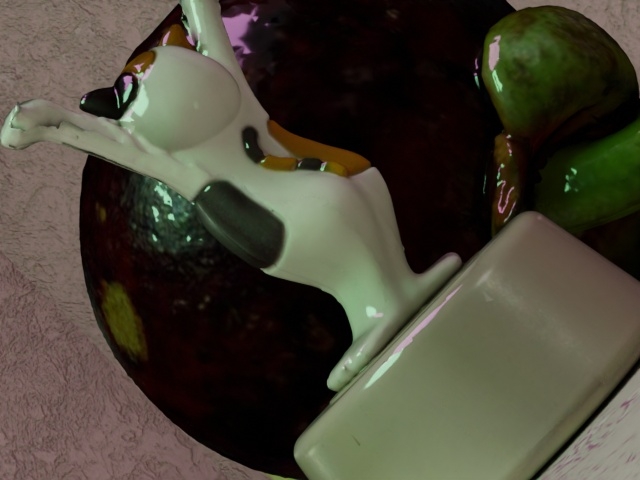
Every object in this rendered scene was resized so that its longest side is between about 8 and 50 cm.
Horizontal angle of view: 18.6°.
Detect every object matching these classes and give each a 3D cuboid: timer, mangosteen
[{"bbox_3d":[0.000,0.000,0.871,0.175,0.266,0.175,-45,-4,-4],"label":"timer"},{"bbox_3d":[0.040,-0.009,1.070,0.306,0.359,0.306,-25,-58,-50],"label":"mangosteen"}]

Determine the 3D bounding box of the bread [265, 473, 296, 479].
[{"bbox_3d":[0.003,0.124,1.392,0.127,0.147,0.152,-44,0,3],"label":"bread"}]
